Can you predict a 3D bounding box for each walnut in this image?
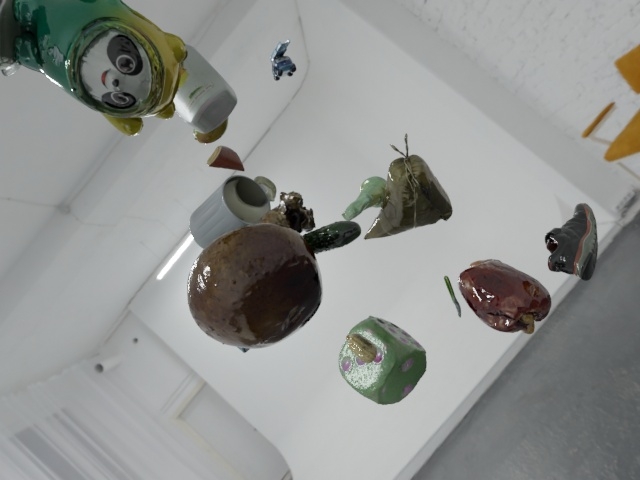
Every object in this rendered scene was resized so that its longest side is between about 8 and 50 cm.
[{"bbox_3d":[0.614,0.186,1.418,0.222,0.269,0.244,-42,-41,7],"label":"walnut"}]

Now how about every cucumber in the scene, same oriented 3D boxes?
[{"bbox_3d":[0.000,0.000,1.077,0.227,0.069,0.069,-19,11,29],"label":"cucumber"}]

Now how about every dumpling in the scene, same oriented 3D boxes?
[{"bbox_3d":[-0.316,-0.272,2.206,0.100,0.169,0.134,-118,34,-85],"label":"dumpling"}]

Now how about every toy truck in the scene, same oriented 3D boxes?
[{"bbox_3d":[-0.104,-0.507,1.190,0.063,0.074,0.136,-23,11,-16],"label":"toy truck"}]

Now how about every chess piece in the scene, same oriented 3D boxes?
[{"bbox_3d":[0.231,-0.206,2.144,0.298,0.176,0.176,-40,-10,-46],"label":"chess piece"}]

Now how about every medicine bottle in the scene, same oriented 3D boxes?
[{"bbox_3d":[-0.376,-0.451,1.188,0.161,0.296,0.111,-42,-19,4],"label":"medicine bottle"}]

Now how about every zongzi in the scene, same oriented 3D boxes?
[{"bbox_3d":[0.302,-0.169,1.878,0.467,0.218,0.500,-29,-36,20],"label":"zongzi"}]

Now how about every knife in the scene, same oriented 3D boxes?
[{"bbox_3d":[0.512,0.215,1.623,0.022,0.184,0.026,-14,16,35],"label":"knife"}]

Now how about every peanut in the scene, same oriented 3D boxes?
[{"bbox_3d":[0.171,0.437,1.740,0.093,0.083,0.194,-9,18,-20],"label":"peanut"}]

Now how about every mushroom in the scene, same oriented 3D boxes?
[{"bbox_3d":[-0.149,0.061,0.981,0.334,0.356,0.331,-21,-18,1],"label":"mushroom"}]

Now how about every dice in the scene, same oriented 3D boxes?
[{"bbox_3d":[0.307,0.588,2.089,0.318,0.322,0.330,19,-78,-43],"label":"dice"}]

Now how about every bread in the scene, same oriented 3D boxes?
[{"bbox_3d":[-0.443,-0.387,1.965,0.067,0.119,0.192,-9,-5,42],"label":"bread"}]

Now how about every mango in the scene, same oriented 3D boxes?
[{"bbox_3d":[-0.451,-0.513,1.794,0.233,0.125,0.111,-55,26,-3],"label":"mango"}]

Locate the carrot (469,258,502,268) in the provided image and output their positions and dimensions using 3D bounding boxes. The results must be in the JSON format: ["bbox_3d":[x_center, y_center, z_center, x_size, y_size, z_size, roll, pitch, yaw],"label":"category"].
[{"bbox_3d":[0.833,0.135,2.127,0.087,0.087,0.193,-48,14,-19],"label":"carrot"}]

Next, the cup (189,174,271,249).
[{"bbox_3d":[-0.380,-0.122,1.838,0.327,0.237,0.323,-33,10,42],"label":"cup"}]

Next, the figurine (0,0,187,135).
[{"bbox_3d":[-0.471,-0.395,0.904,0.323,0.340,0.231,-61,26,31],"label":"figurine"}]

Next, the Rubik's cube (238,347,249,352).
[{"bbox_3d":[-0.285,0.284,1.554,0.163,0.160,0.162,-36,-39,-35],"label":"Rubik's cube"}]

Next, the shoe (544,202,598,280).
[{"bbox_3d":[0.754,0.003,1.270,0.137,0.114,0.291,1,42,38],"label":"shoe"}]
